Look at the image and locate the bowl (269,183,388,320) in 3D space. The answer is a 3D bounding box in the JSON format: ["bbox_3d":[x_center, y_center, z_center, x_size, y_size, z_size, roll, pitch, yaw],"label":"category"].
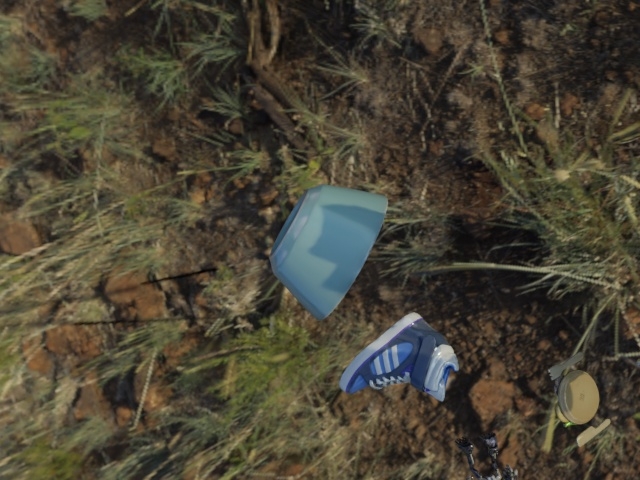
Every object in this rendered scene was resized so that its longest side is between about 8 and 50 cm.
[{"bbox_3d":[0.000,0.000,1.502,0.163,0.311,0.311,30,125,-8],"label":"bowl"}]

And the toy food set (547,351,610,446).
[{"bbox_3d":[0.590,0.364,1.597,0.038,0.132,0.192,-19,93,64],"label":"toy food set"}]

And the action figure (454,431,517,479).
[{"bbox_3d":[0.474,0.670,1.899,0.164,0.141,0.275,-18,91,5],"label":"action figure"}]

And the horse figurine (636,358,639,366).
[{"bbox_3d":[0.742,0.241,1.333,0.174,0.263,0.066,41,140,53],"label":"horse figurine"}]

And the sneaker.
[{"bbox_3d":[0.231,0.383,1.928,0.323,0.130,0.236,-44,64,6],"label":"sneaker"}]
